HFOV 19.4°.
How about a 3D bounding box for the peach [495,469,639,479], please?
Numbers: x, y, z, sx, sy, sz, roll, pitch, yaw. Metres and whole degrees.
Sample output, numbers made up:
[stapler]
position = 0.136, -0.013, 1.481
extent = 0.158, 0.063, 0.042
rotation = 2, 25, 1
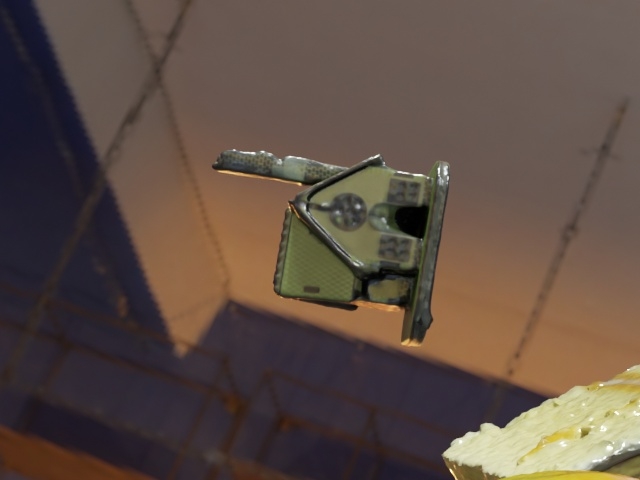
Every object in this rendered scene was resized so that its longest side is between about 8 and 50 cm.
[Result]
[peach]
position = 0.144, 0.242, 1.069
extent = 0.231, 0.231, 0.231
rotation = 20, -26, 10

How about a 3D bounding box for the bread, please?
[bread]
position = 0.322, 0.235, 1.426
extent = 0.405, 0.345, 0.242
rotation = 63, -19, -17

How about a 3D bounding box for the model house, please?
[model house]
position = 0.000, 0.000, 2.211
extent = 0.278, 0.218, 0.205
rotation = 8, -6, 0
